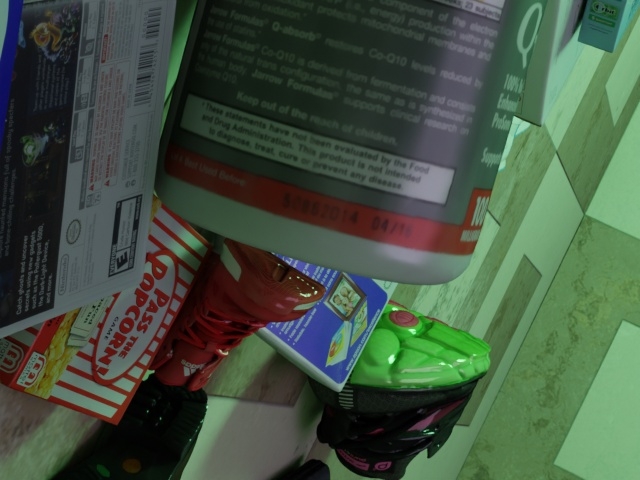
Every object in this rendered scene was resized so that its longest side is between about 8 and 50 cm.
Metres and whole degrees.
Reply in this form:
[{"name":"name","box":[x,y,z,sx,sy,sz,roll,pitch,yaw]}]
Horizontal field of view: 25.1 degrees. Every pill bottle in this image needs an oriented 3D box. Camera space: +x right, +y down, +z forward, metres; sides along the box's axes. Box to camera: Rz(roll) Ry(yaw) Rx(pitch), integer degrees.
[{"name":"pill bottle","box":[0.039,-0.171,0.884,0.210,0.210,0.363,-7,114,-71]}]

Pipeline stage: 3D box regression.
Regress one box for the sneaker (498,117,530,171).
[{"name":"sneaker","box":[0.193,-0.149,1.660,0.229,0.087,0.092,-53,154,-55]}]

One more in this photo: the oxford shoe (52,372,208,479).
[{"name":"oxford shoe","box":[-0.159,0.207,1.093,0.227,0.083,0.096,-47,161,-43]}]

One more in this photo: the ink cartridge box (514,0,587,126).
[{"name":"ink cartridge box","box":[0.228,-0.317,1.418,0.272,0.130,0.309,-59,163,-25]}]

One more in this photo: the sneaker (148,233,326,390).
[{"name":"sneaker","box":[-0.067,0.066,1.064,0.128,0.087,0.221,-60,-173,1]}]

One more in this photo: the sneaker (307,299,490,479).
[{"name":"sneaker","box":[0.089,0.181,1.633,0.202,0.185,0.483,-68,163,-2]}]

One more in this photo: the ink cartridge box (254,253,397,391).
[{"name":"ink cartridge box","box":[0.000,0.000,1.280,0.208,0.045,0.206,44,70,-46]}]

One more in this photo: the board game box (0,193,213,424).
[{"name":"board game box","box":[-0.146,0.036,0.938,0.147,0.045,0.193,-62,164,-7]}]

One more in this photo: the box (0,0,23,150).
[{"name":"box","box":[-0.196,-0.060,0.598,0.137,0.072,0.126,-40,152,-55]}]

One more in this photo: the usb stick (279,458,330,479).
[{"name":"usb stick","box":[-0.057,0.313,1.622,0.077,0.045,0.278,-68,163,15]}]

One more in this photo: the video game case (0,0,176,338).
[{"name":"video game case","box":[-0.149,-0.041,0.768,0.173,0.022,0.190,-23,130,-51]}]

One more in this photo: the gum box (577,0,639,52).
[{"name":"gum box","box":[0.308,-0.300,1.388,0.157,0.041,0.184,-56,160,-38]}]
